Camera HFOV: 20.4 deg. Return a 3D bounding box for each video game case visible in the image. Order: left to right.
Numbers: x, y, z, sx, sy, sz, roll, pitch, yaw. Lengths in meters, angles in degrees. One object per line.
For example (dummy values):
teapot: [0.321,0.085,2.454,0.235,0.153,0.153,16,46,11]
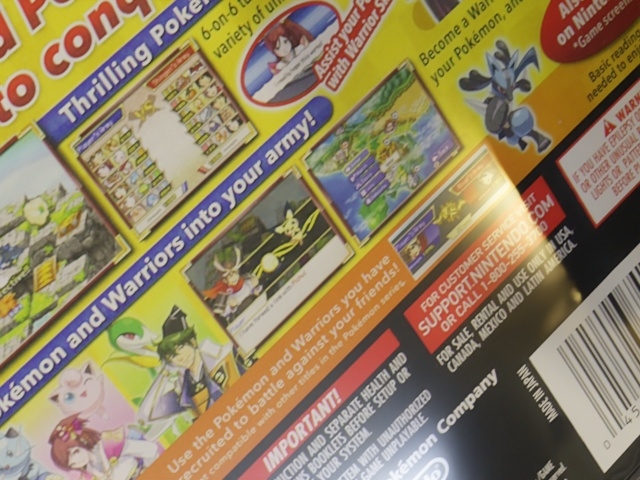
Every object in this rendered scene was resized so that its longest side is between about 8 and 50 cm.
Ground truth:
video game case: [0.000,0.000,0.467,0.275,0.248,0.035,-44,29,-17]
